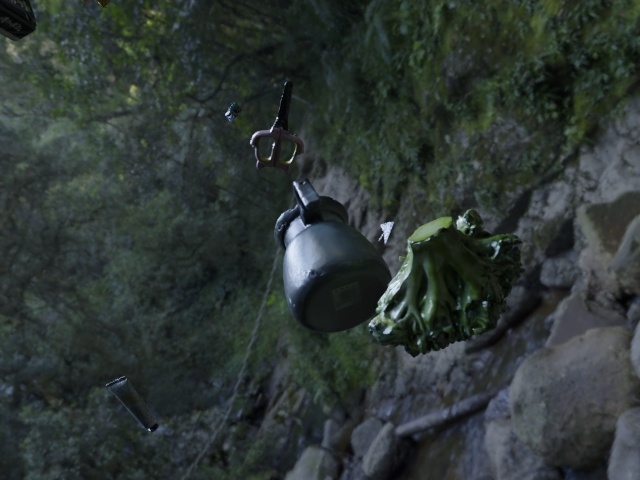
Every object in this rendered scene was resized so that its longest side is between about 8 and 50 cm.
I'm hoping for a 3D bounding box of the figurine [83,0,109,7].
[{"bbox_3d":[-0.521,-0.545,1.318,0.131,0.246,0.156,-17,73,35],"label":"figurine"}]

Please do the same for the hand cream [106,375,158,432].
[{"bbox_3d":[-0.518,0.461,1.873,0.067,0.194,0.042,-24,26,13],"label":"hand cream"}]

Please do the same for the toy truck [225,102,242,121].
[{"bbox_3d":[-0.340,-0.502,2.616,0.039,0.044,0.083,-31,23,35],"label":"toy truck"}]

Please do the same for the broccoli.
[{"bbox_3d":[0.208,0.054,1.185,0.288,0.248,0.245,-49,-51,-35],"label":"broccoli"}]

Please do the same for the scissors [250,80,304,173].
[{"bbox_3d":[-0.112,-0.320,1.911,0.024,0.160,0.317,-89,11,-45],"label":"scissors"}]

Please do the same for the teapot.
[{"bbox_3d":[-0.015,0.016,1.431,0.223,0.305,0.285,-39,46,16],"label":"teapot"}]

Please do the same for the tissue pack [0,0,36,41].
[{"bbox_3d":[-0.755,-0.548,1.552,0.090,0.103,0.170,-26,-20,16],"label":"tissue pack"}]

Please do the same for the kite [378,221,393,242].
[{"bbox_3d":[0.227,-0.034,2.327,0.090,0.004,0.122,-53,24,22],"label":"kite"}]
